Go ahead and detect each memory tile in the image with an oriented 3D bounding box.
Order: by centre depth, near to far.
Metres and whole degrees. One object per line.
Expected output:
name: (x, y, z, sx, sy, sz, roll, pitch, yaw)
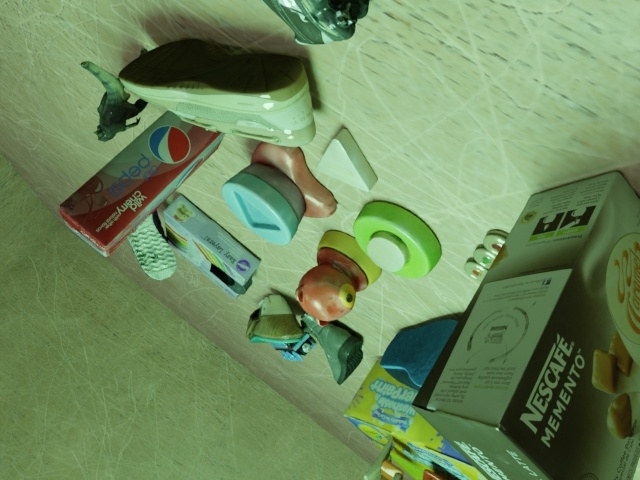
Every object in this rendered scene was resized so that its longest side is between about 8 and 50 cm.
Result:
memory tile: (0.250, 0.052, 0.573, 0.147, 0.012, 0.113, 33, 156, 13)

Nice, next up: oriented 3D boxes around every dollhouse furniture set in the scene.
dollhouse furniture set: (0.231, 0.518, 0.920, 0.261, 0.135, 0.259, 24, 141, 29)

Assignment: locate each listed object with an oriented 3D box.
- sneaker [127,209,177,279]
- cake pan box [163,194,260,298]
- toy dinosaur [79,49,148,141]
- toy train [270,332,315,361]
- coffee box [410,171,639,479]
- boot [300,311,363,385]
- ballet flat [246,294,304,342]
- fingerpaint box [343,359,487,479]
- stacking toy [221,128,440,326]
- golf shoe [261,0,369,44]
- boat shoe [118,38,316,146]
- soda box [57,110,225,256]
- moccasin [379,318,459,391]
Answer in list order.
sneaker: (-0.458, -0.032, 1.221, 0.294, 0.102, 0.146, 70, 160, 2)
cake pan box: (-0.279, 0.030, 1.224, 0.266, 0.070, 0.246, 40, 158, -1)
toy dinosaur: (-0.304, -0.225, 0.743, 0.064, 0.118, 0.268, 49, 157, -6)
toy train: (-0.090, 0.302, 1.418, 0.105, 0.080, 0.184, 49, 155, -8)
coffee box: (0.205, 0.083, 0.403, 0.141, 0.247, 0.098, 45, 155, -13)
boot: (0.024, 0.259, 1.201, 0.161, 0.083, 0.247, 37, 152, 23)
ballet flat: (-0.130, 0.211, 1.271, 0.116, 0.124, 0.342, 2, 169, -17)
fingerpaint box: (0.320, 0.437, 0.963, 0.371, 0.163, 0.444, 46, 155, -17)
stacking toy: (0.000, 0.000, 0.695, 0.309, 0.130, 0.279, 48, 155, -20)
golf shoe: (-0.046, -0.247, 0.395, 0.093, 0.077, 0.198, 1, 135, 54)
boat shoe: (-0.138, -0.182, 0.607, 0.302, 0.109, 0.098, 17, 148, 29)
soda box: (-0.259, -0.101, 0.720, 0.083, 0.263, 0.092, 42, 156, -9)
moccasin: (0.211, 0.204, 0.789, 0.116, 0.138, 0.342, 36, 170, -3)
